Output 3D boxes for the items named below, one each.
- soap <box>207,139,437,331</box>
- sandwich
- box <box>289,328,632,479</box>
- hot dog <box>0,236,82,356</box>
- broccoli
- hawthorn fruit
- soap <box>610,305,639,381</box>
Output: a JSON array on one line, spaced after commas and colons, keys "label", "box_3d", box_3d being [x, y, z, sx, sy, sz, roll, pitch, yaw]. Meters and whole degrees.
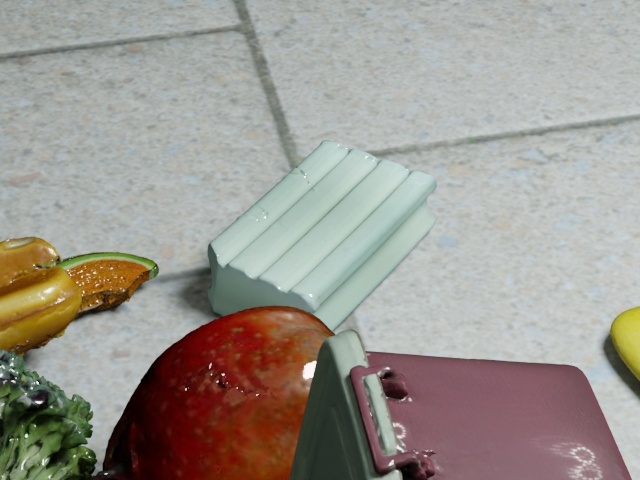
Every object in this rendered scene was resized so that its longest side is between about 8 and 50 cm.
[{"label": "soap", "box_3d": [0.000, 0.000, 1.435, 0.119, 0.066, 0.198, 20, 43, 27]}, {"label": "sandwich", "box_3d": [-0.202, 0.044, 1.414, 0.135, 0.029, 0.067, -21, 44, -21]}, {"label": "box", "box_3d": [0.072, 0.207, 1.008, 0.168, 0.294, 0.193, 1, 38, -15]}, {"label": "hot dog", "box_3d": [-0.321, 0.071, 1.330, 0.269, 0.072, 0.115, -19, 58, -8]}, {"label": "broccoli", "box_3d": [-0.259, 0.213, 1.137, 0.165, 0.145, 0.304, 5, 51, 15]}, {"label": "hawthorn fruit", "box_3d": [-0.073, 0.140, 1.171, 0.235, 0.181, 0.181, -12, 39, -20]}, {"label": "soap", "box_3d": [0.290, 0.104, 1.321, 0.089, 0.033, 0.168, -12, 39, -10]}]
